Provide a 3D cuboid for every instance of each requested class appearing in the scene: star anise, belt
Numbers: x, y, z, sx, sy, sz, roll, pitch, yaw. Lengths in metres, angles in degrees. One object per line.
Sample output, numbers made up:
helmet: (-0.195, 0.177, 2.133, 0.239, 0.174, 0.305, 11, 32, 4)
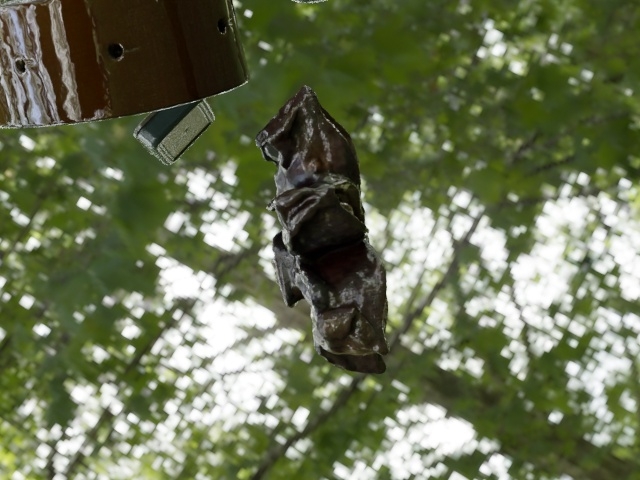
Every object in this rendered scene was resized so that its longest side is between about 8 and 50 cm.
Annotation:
star anise: (0.002, 0.007, 1.135, 0.099, 0.220, 0.214, -16, -25, 7)
belt: (-0.202, -0.182, 1.226, 0.217, 0.338, 0.122, -21, -74, -32)

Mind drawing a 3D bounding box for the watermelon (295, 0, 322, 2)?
watermelon: (-0.006, -0.304, 1.548, 0.085, 0.085, 0.061, 9, -112, -65)

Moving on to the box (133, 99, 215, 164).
box: (-0.163, -0.131, 1.544, 0.091, 0.031, 0.126, -46, -8, -5)
